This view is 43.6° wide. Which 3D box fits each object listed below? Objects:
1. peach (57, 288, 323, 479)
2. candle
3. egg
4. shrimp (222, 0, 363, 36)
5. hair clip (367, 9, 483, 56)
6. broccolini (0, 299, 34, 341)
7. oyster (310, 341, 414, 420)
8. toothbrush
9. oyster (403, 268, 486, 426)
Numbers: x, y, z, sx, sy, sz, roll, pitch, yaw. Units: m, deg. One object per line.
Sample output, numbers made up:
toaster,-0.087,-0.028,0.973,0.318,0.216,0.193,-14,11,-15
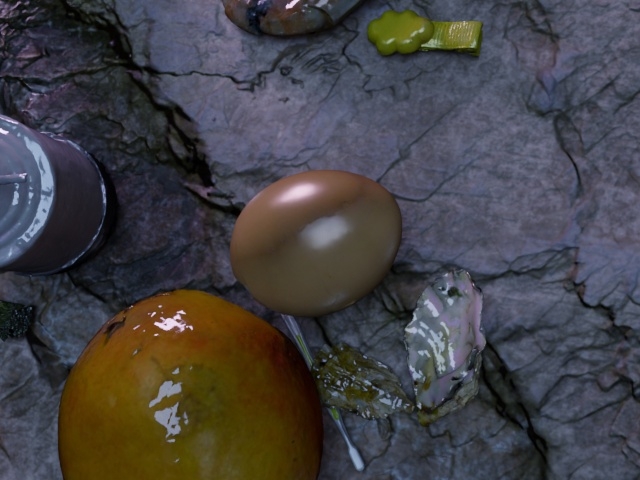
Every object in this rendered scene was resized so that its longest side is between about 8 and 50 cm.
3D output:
peach,-0.172,0.256,1.043,0.373,0.290,0.372,-1,92,-25
candle,-0.436,-0.061,1.119,0.222,0.342,0.221,0,86,6
egg,0.000,0.000,1.091,0.245,0.201,0.201,-26,77,35
shrimp,0.006,-0.447,1.232,0.361,0.085,0.246,-24,72,10
hair clip,0.153,-0.306,1.196,0.173,0.046,0.072,11,80,13
broccolini,-0.552,0.104,1.267,0.216,0.058,0.067,13,49,19
oyster,0.048,0.207,1.137,0.122,0.045,0.146,-31,76,1
toothbrush,0.002,0.210,1.157,0.022,0.026,0.262,-26,78,-1
oyster,0.185,0.147,1.115,0.133,0.072,0.208,-18,63,36
